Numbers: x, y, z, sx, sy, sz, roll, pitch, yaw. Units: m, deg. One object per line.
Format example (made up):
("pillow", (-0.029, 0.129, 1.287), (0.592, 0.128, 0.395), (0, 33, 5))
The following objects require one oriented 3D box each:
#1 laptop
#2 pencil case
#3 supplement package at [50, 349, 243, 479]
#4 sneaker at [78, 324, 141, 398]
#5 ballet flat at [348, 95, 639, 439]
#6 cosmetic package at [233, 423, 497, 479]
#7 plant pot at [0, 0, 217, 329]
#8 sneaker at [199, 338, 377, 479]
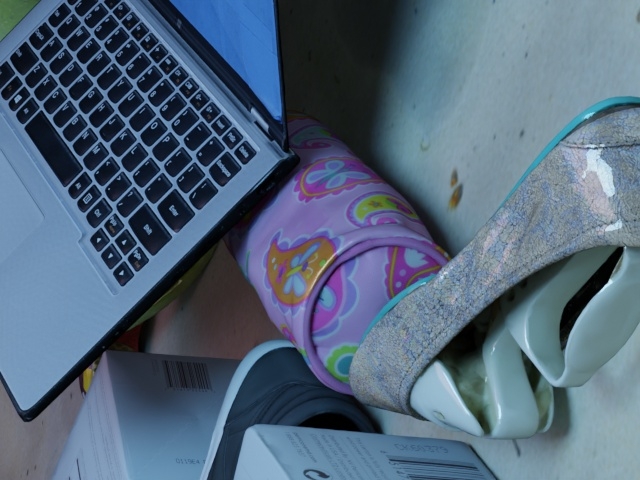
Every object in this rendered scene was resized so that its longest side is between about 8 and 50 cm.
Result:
("laptop", (-0.196, -0.166, 1.305), (0.408, 0.236, 0.382), (-45, 40, 3))
("pencil case", (0.000, 0.000, 1.276), (0.284, 0.124, 0.124), (-132, 53, -62))
("supplement package", (-0.139, 0.221, 1.498), (0.134, 0.139, 0.244), (-107, 33, -42))
("sneaker", (-0.206, 0.076, 1.791), (0.084, 0.070, 0.185), (21, 102, 61))
("ballet flat", (0.107, 0.048, 1.024), (0.316, 0.108, 0.106), (-55, 45, 50))
("cosmetic package", (0.026, 0.226, 1.090), (0.151, 0.151, 0.183), (-133, 54, -63))
("plant pot", (-0.259, -0.077, 1.633), (0.276, 0.276, 0.254), (-60, 44, 42))
("sneaker", (-0.039, 0.225, 1.302), (0.147, 0.105, 0.295), (-157, 79, -72))
